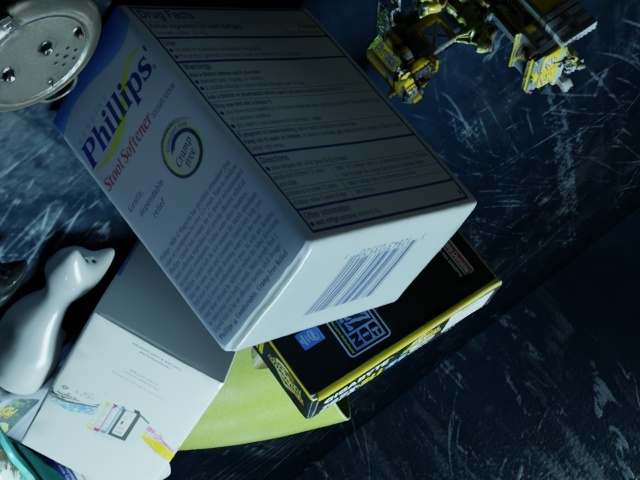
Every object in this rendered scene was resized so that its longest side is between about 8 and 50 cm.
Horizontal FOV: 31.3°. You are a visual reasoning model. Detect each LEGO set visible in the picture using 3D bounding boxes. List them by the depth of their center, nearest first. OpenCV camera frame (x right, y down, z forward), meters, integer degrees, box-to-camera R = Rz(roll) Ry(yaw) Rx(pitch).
[{"bbox_3d":[0.189,-0.245,1.243,0.255,0.192,0.331,-32,161,-19],"label":"LEGO set"}]

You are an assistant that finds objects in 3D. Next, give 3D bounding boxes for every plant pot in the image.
[{"bbox_3d":[-0.146,0.176,1.599,0.294,0.274,0.275,-22,162,5],"label":"plant pot"}]

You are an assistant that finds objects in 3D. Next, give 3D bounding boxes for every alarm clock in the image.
[{"bbox_3d":[-0.231,-0.151,0.902,0.129,0.064,0.192,-36,165,-5],"label":"alarm clock"}]

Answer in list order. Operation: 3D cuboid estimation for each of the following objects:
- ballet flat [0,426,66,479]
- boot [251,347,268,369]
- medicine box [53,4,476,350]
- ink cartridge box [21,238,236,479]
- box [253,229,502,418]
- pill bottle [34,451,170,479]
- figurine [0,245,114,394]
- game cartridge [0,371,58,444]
[{"bbox_3d":[-0.405,0.319,1.438,0.147,0.147,0.409,-34,153,-11],"label":"ballet flat"},{"bbox_3d":[-0.049,0.045,1.409,0.077,0.165,0.213,-9,146,-43],"label":"boot"},{"bbox_3d":[-0.048,-0.073,1.060,0.263,0.289,0.149,-13,148,-52],"label":"medicine box"},{"bbox_3d":[-0.218,0.158,1.373,0.232,0.168,0.171,-55,-171,31],"label":"ink cartridge box"},{"bbox_3d":[0.000,0.000,1.278,0.257,0.322,0.079,-31,161,-19],"label":"box"},{"bbox_3d":[-0.375,0.378,1.760,0.265,0.153,0.153,-29,160,-24],"label":"pill bottle"},{"bbox_3d":[-0.338,0.084,1.238,0.215,0.092,0.209,-11,144,-56],"label":"figurine"},{"bbox_3d":[-0.450,0.229,1.426,0.196,0.060,0.294,-47,160,15],"label":"game cartridge"}]
